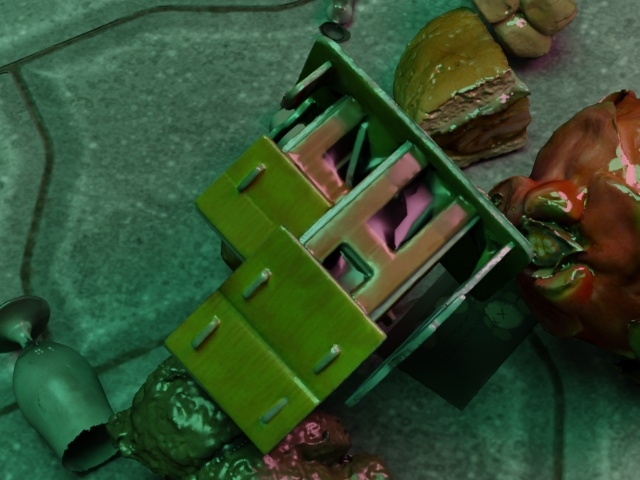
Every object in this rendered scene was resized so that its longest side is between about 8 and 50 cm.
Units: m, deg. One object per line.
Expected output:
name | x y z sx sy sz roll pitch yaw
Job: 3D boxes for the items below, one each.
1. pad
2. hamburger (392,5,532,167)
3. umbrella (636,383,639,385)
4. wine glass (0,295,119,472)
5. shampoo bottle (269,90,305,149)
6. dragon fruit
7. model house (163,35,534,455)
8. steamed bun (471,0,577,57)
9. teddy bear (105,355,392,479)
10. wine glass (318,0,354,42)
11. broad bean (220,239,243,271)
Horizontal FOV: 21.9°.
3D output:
pad | 0.166 0.090 1.856 0.127 0.004 0.190 32 66 26
hamburger | 0.152 -0.201 1.984 0.155 0.135 0.208 -14 52 -4
umbrella | 0.421 0.139 1.773 0.165 0.025 0.027 -10 73 4
wine glass | -0.294 0.159 1.822 0.093 0.093 0.202 -32 56 -14
shampoo bottle | 0.011 -0.126 1.919 0.153 0.071 0.284 -10 25 -15
dragon fruit | 0.299 0.005 1.719 0.225 0.305 0.305 -23 55 -5
model house | -0.004 0.011 1.569 0.323 0.340 0.300 -43 86 -16
steamed bun | 0.256 -0.321 2.028 0.106 0.192 0.177 -19 21 26
teddy bear | -0.093 0.224 1.682 0.267 0.156 0.256 -33 67 -6
wine glass | 0.028 -0.295 2.127 0.042 0.039 0.083 6 52 15
broad bean | 0.000 -0.004 1.874 0.228 0.122 0.156 6 51 8
